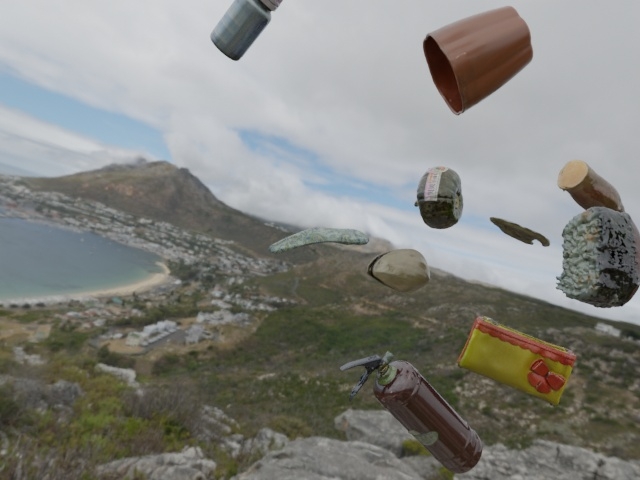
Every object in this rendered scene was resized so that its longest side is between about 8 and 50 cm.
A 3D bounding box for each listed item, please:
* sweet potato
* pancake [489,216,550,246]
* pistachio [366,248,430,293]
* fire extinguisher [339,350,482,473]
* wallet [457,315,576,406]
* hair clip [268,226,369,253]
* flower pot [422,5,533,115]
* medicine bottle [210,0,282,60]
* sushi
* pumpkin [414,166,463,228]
[{"bbox_3d":[1.019,-0.154,1.538,0.337,0.131,0.131,34,-6,-12],"label":"sweet potato"},{"bbox_3d":[0.727,-0.034,1.547,0.212,0.029,0.235,29,3,4],"label":"pancake"},{"bbox_3d":[0.270,0.105,1.428,0.238,0.153,0.138,-3,-1,-26],"label":"pistachio"},{"bbox_3d":[0.178,0.341,0.853,0.344,0.138,0.102,46,-9,-14],"label":"fire extinguisher"},{"bbox_3d":[0.467,0.284,1.001,0.242,0.141,0.067,20,9,9],"label":"wallet"},{"bbox_3d":[0.001,-0.002,0.921,0.229,0.036,0.066,-7,38,-17],"label":"hair clip"},{"bbox_3d":[0.334,-0.386,0.885,0.173,0.190,0.191,-26,-12,11],"label":"flower pot"},{"bbox_3d":[-0.147,-0.489,0.905,0.083,0.203,0.083,39,26,-24],"label":"medicine bottle"},{"bbox_3d":[0.644,0.038,0.972,0.126,0.225,0.136,20,-11,-11],"label":"sushi"},{"bbox_3d":[0.468,-0.164,1.704,0.190,0.260,0.260,0,-10,33],"label":"pumpkin"}]
